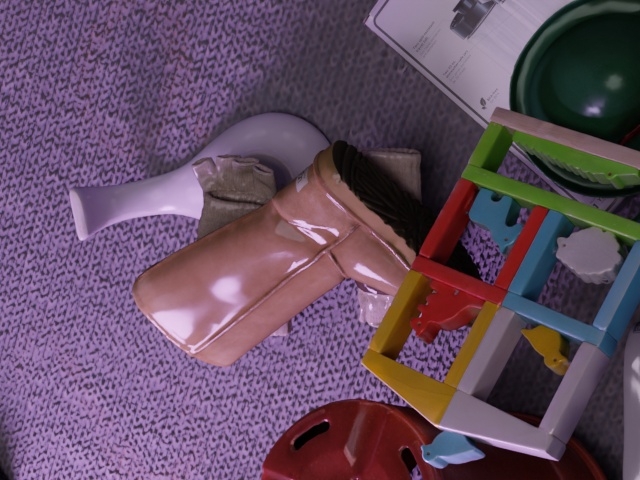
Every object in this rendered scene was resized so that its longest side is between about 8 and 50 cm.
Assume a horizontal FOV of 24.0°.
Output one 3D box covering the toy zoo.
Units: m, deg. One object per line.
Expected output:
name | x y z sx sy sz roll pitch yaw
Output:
toy zoo | 0.154 0.047 1.206 0.192 0.030 0.293 24 81 39

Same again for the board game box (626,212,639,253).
board game box | 0.436 0.023 1.236 0.317 0.046 0.213 37 117 -18

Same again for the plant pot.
plant pot | 0.091 0.264 1.343 0.272 0.265 0.273 -13 67 34

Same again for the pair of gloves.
pair of gloves | 0.000 0.000 1.473 0.240 0.042 0.204 -4 121 15

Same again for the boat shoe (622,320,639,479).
boat shoe | 0.332 0.206 1.377 0.088 0.096 0.268 0 92 29

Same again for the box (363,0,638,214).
box | 0.203 -0.172 1.359 0.290 0.087 0.169 42 114 11

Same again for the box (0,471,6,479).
box | -0.549 0.255 1.795 0.293 0.073 0.296 -35 84 25

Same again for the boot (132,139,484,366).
boot | -0.008 0.047 1.436 0.269 0.089 0.236 -36 107 31

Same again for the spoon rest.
spoon rest | -0.113 -0.053 1.542 0.276 0.084 0.137 -7 99 12

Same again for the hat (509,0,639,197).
hat | 0.225 -0.114 1.208 0.208 0.183 0.173 -41 84 25
